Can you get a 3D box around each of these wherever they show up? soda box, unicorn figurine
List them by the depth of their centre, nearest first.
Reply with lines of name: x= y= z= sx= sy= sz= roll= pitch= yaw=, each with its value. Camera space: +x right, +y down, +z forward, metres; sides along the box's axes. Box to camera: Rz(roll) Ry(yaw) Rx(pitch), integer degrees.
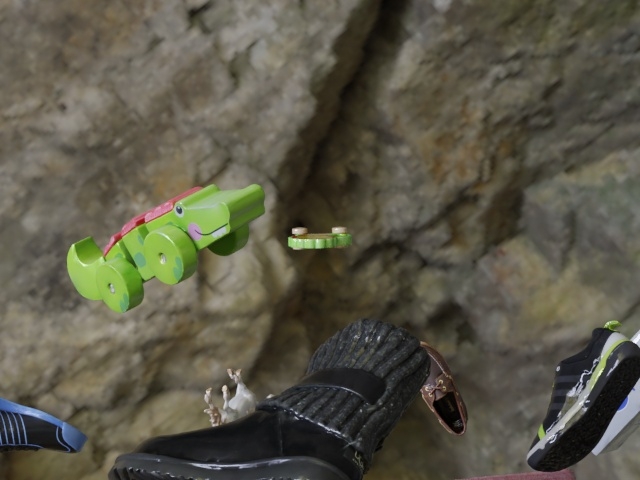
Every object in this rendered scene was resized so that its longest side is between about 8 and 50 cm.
soda box: x=0.519 y=0.212 z=2.037 sx=0.091 sy=0.286 sz=0.098 roll=48 pitch=-157 yaw=26
unicorn figurine: x=-0.132 y=0.274 z=2.150 sx=0.060 sy=0.162 sz=0.111 roll=5 pitch=121 yaw=52

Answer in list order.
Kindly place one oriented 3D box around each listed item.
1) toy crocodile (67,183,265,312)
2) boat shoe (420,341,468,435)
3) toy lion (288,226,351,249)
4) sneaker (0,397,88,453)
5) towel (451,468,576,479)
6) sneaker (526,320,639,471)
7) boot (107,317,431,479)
toy crocodile: x=-0.184 y=0.001 z=1.494 sx=0.340 sy=0.115 sz=0.105 roll=-26 pitch=93 yaw=51
boat shoe: x=0.237 y=0.295 z=2.527 sx=0.207 sy=0.073 sz=0.073 roll=57 pitch=-168 yaw=-19
toy lion: x=0.000 y=0.000 z=1.904 sx=0.096 sy=0.100 sz=0.034 roll=-157 pitch=66 yaw=-77
sneaker: x=-0.470 y=0.288 z=1.910 sx=0.232 sy=0.090 sz=0.081 roll=22 pitch=161 yaw=-9
towel: x=0.297 y=0.497 z=1.825 sx=0.037 sy=0.237 sz=0.329 roll=132 pitch=133 yaw=-57
sneaker: x=0.362 y=0.219 z=1.791 sx=0.084 sy=0.235 sz=0.097 roll=30 pitch=-169 yaw=-40
boot: x=-0.056 y=0.218 z=1.491 sx=0.131 sy=0.348 sz=0.260 roll=64 pitch=-143 yaw=-32
